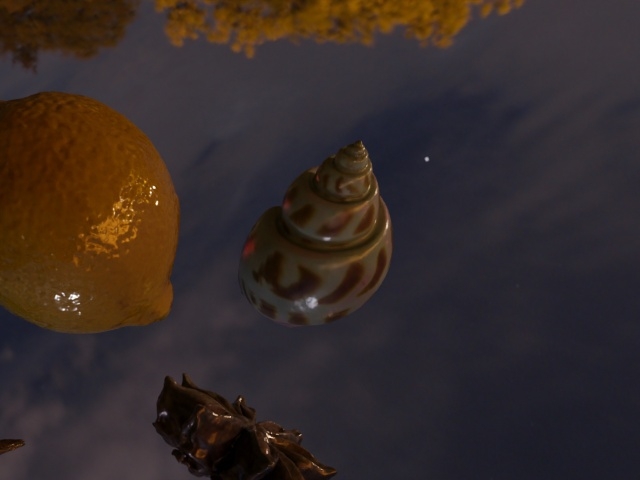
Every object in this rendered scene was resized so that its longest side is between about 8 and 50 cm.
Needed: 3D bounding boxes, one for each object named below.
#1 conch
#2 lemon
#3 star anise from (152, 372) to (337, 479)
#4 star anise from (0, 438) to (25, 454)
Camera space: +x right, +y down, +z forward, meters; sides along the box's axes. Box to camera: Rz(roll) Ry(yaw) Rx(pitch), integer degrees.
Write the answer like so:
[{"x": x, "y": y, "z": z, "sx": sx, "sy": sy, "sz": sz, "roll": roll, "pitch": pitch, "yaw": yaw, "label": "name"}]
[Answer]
[{"x": 0.000, "y": 0.001, "z": 1.299, "sx": 0.249, "sy": 0.368, "sz": 0.197, "roll": 3, "pitch": -164, "yaw": -13, "label": "conch"}, {"x": -0.215, "y": -0.024, "z": 0.663, "sx": 0.187, "sy": 0.244, "sz": 0.187, "roll": -37, "pitch": -177, "yaw": 2, "label": "lemon"}, {"x": -0.105, "y": 0.260, "z": 0.955, "sx": 0.109, "sy": 0.223, "sz": 0.236, "roll": -56, "pitch": -148, "yaw": -5, "label": "star anise"}, {"x": -0.749, "y": 0.428, "z": 1.576, "sx": 0.288, "sy": 0.288, "sz": 0.088, "roll": -36, "pitch": -165, "yaw": -17, "label": "star anise"}]
